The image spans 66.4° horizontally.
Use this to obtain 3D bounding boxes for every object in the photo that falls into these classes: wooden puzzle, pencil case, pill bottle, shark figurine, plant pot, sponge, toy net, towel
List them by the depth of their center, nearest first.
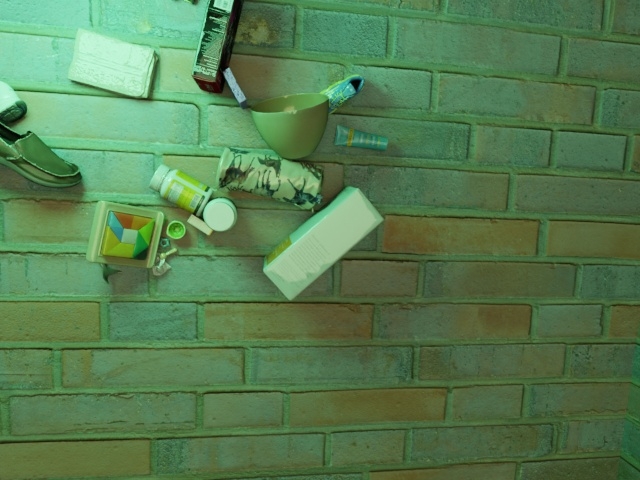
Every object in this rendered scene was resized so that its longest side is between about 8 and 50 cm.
[{"bbox_3d":[-0.737,-0.626,1.743,0.282,0.049,0.187,14,94,-10],"label":"towel"},{"bbox_3d":[-0.302,-0.536,1.744,0.031,0.210,0.117,-30,101,-2],"label":"sponge"},{"bbox_3d":[-0.698,-0.015,1.764,0.238,0.044,0.221,11,94,-37],"label":"wooden puzzle"},{"bbox_3d":[-0.100,-0.409,1.783,0.283,0.284,0.191,-12,118,-8],"label":"plant pot"},{"bbox_3d":[-0.365,-0.096,1.790,0.121,0.221,0.121,-1,98,-9],"label":"pill bottle"},{"bbox_3d":[-0.788,0.005,1.791,0.166,0.116,0.279,21,92,-10],"label":"shark figurine"},{"bbox_3d":[-0.513,-0.187,1.805,0.208,0.119,0.119,30,92,-12],"label":"pill bottle"},{"bbox_3d":[-0.192,-0.227,1.832,0.409,0.160,0.184,10,93,-11],"label":"pencil case"},{"bbox_3d":[-0.602,0.023,1.857,0.122,0.045,0.232,22,94,-12],"label":"toy net"}]

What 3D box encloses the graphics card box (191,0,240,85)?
[{"bbox_3d":[-0.352,-0.718,1.699,0.094,0.233,0.371,13,95,-7],"label":"graphics card box"}]

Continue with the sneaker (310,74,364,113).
[{"bbox_3d":[0.068,-0.555,1.846,0.240,0.126,0.091,-38,102,-3],"label":"sneaker"}]

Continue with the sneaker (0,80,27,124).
[{"bbox_3d":[-1.167,-0.432,1.683,0.297,0.111,0.129,-32,85,-6],"label":"sneaker"}]

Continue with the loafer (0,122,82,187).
[{"bbox_3d":[-0.994,-0.298,1.663,0.365,0.134,0.130,24,118,-25],"label":"loafer"}]

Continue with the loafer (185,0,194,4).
[{"bbox_3d":[-0.526,-0.886,1.735,0.169,0.062,0.061,7,101,-9],"label":"loafer"}]

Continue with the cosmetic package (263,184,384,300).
[{"bbox_3d":[0.000,0.000,1.853,0.453,0.230,0.161,-41,101,0],"label":"cosmetic package"}]

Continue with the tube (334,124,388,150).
[{"bbox_3d":[0.160,-0.398,1.928,0.206,0.052,0.080,9,85,-5],"label":"tube"}]

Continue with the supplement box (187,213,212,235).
[{"bbox_3d":[-0.454,-0.063,1.861,0.098,0.062,0.036,34,92,-13],"label":"supplement box"}]
